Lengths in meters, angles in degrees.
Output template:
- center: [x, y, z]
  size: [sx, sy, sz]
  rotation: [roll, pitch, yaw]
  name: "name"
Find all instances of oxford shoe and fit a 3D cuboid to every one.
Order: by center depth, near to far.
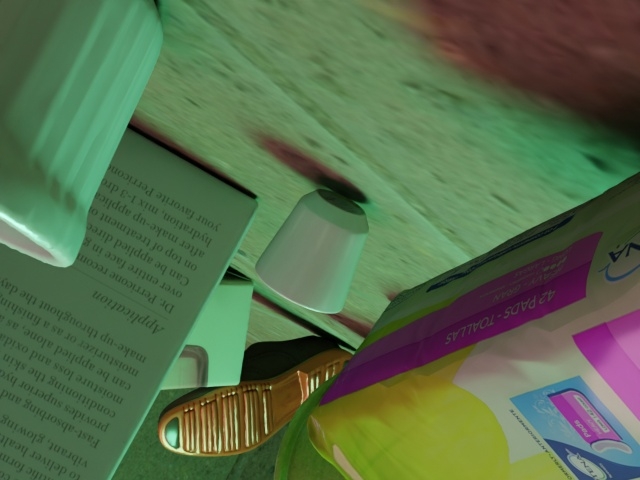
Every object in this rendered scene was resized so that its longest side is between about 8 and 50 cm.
- center: [-0.086, 0.183, 1.546]
  size: [0.271, 0.097, 0.098]
  rotation: [-14, -147, -32]
  name: "oxford shoe"

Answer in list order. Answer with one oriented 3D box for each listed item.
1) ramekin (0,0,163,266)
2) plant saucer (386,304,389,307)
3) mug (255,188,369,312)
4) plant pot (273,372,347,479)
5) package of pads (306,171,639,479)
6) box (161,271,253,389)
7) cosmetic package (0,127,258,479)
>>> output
- center: [-0.212, -0.111, 0.622]
  size: [0.277, 0.135, 0.277]
  rotation: [27, 170, 6]
  name: "ramekin"
- center: [0.196, 0.207, 0.998]
  size: [0.333, 0.081, 0.333]
  rotation: [51, 163, -18]
  name: "plant saucer"
- center: [-0.003, 0.000, 0.813]
  size: [0.062, 0.064, 0.078]
  rotation: [19, -162, -23]
  name: "mug"
- center: [0.133, 0.262, 1.319]
  size: [0.276, 0.276, 0.254]
  rotation: [33, 158, -26]
  name: "plant pot"
- center: [0.160, 0.118, 0.484]
  size: [0.296, 0.101, 0.229]
  rotation: [46, 144, -9]
  name: "package of pads"
- center: [-0.214, 0.091, 1.431]
  size: [0.232, 0.127, 0.148]
  rotation: [2, -171, -41]
  name: "box"
- center: [-0.259, 0.119, 0.985]
  size: [0.230, 0.453, 0.161]
  rotation: [30, 170, -8]
  name: "cosmetic package"
